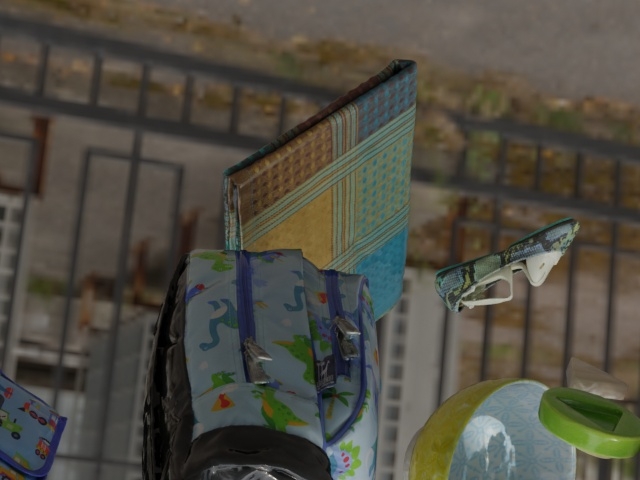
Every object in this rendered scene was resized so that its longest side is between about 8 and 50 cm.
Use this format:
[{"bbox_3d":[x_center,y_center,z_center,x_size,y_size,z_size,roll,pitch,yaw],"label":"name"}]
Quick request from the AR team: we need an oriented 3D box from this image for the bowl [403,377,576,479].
[{"bbox_3d":[0.209,0.320,2.296,0.156,0.289,0.289,8,172,44],"label":"bowl"}]

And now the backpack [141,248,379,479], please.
[{"bbox_3d":[-0.054,0.164,1.474,0.273,0.355,0.290,-12,129,-13],"label":"backpack"}]

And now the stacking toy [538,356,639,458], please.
[{"bbox_3d":[0.391,0.275,2.014,0.279,0.130,0.309,21,-164,11],"label":"stacking toy"}]

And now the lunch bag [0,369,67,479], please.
[{"bbox_3d":[-0.434,0.248,1.965,0.221,0.293,0.138,33,127,-15],"label":"lunch bag"}]

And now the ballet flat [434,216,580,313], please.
[{"bbox_3d":[0.230,0.036,1.976,0.188,0.070,0.070,-24,160,10],"label":"ballet flat"}]

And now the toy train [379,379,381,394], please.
[{"bbox_3d":[-0.037,0.245,2.146,0.143,0.248,0.105,6,136,46],"label":"toy train"}]

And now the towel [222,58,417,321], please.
[{"bbox_3d":[0.000,0.000,1.806,0.040,0.271,0.370,36,145,30],"label":"towel"}]
